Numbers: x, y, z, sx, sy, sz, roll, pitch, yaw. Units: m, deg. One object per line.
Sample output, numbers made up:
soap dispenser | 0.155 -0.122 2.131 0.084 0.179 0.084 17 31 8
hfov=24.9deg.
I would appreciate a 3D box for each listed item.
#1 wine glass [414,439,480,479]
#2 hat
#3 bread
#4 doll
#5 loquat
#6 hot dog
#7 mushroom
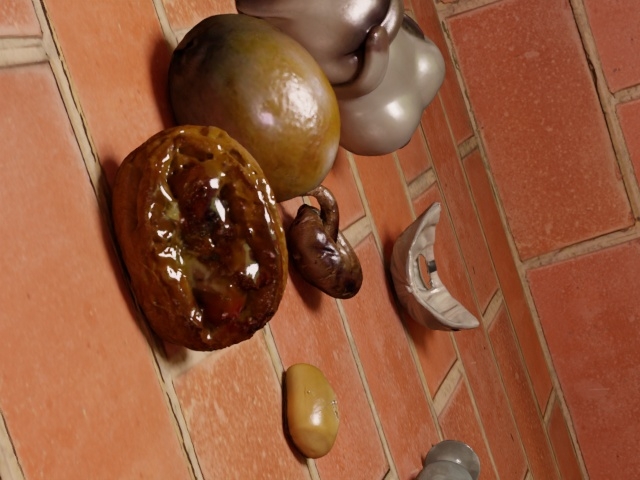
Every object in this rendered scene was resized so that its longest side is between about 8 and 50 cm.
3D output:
wine glass | 0.182 0.367 2.130 0.202 0.093 0.093 -45 117 -75
hat | 0.163 0.056 2.422 0.226 0.164 0.219 -11 -83 67
bread | -0.007 0.200 1.724 0.115 0.056 0.082 -89 157 -46
doll | 0.048 -0.279 2.119 0.226 0.215 0.370 34 -11 30
loquat | -0.076 -0.152 1.644 0.227 0.179 0.179 63 17 -6
hot dog | -0.117 0.003 1.414 0.227 0.160 0.099 69 -12 -14
mushroom | -0.002 0.000 1.907 0.135 0.080 0.170 -88 158 -80
